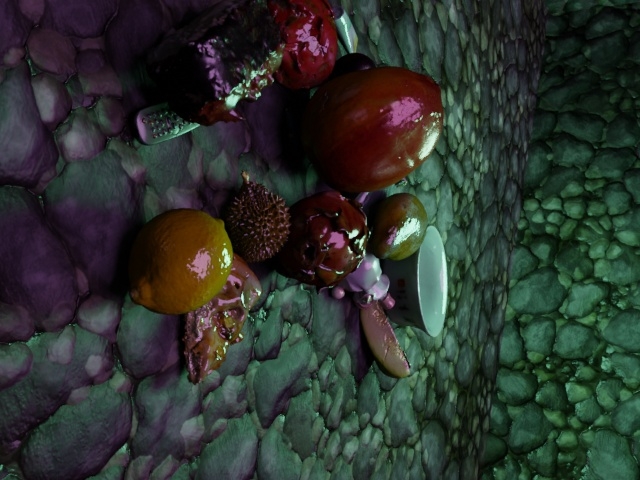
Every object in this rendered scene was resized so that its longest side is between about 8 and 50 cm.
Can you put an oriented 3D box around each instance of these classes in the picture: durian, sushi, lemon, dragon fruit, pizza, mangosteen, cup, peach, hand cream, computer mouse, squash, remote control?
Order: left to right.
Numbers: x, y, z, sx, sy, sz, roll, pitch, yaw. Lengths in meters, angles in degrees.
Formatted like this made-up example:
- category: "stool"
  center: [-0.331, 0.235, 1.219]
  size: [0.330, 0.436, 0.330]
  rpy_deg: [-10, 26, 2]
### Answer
- category: "remote control"
  center: [-0.285, -0.244, 1.370]
  size: [0.222, 0.042, 0.072]
  rpy_deg: [-37, 121, -51]
- category: "lemon"
  center: [-0.260, 0.039, 1.290]
  size: [0.244, 0.186, 0.187]
  rpy_deg: [-53, 134, -38]
- category: "pizza"
  center: [-0.216, 0.163, 1.481]
  size: [0.297, 0.071, 0.189]
  rpy_deg: [-60, 140, -37]
- category: "sushi"
  center: [-0.197, -0.358, 1.364]
  size: [0.343, 0.196, 0.182]
  rpy_deg: [-58, 138, -48]
- category: "durian"
  center: [-0.137, -0.055, 1.530]
  size: [0.102, 0.146, 0.208]
  rpy_deg: [-154, -129, -79]
- category: "dragon fruit"
  center: [-0.057, -0.474, 1.649]
  size: [0.211, 0.134, 0.262]
  rpy_deg: [-30, 117, -51]
- category: "dragon fruit"
  center: [-0.001, 0.001, 1.683]
  size: [0.315, 0.250, 0.250]
  rpy_deg: [-54, 135, -53]
- category: "hand cream"
  center: [0.073, -0.584, 1.949]
  size: [0.174, 0.047, 0.076]
  rpy_deg: [46, 52, -61]
- category: "mangosteen"
  center: [0.087, -0.436, 1.900]
  size: [0.152, 0.152, 0.153]
  rpy_deg: [-5, 96, -59]
- category: "computer mouse"
  center: [0.150, -0.131, 2.043]
  size: [0.379, 0.090, 0.167]
  rpy_deg: [-33, 139, -54]
- category: "peach"
  center: [0.132, -0.283, 1.741]
  size: [0.372, 0.290, 0.373]
  rpy_deg: [-17, 132, -20]
- category: "squash"
  center: [0.181, 0.284, 2.107]
  size: [0.169, 0.093, 0.252]
  rpy_deg: [-123, -170, -56]
- category: "cup"
  center: [0.281, 0.128, 2.194]
  size: [0.347, 0.163, 0.348]
  rpy_deg: [-2, 90, -65]

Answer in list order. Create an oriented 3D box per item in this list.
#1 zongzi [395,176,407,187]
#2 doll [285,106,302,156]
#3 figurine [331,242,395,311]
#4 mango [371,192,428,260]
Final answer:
- category: "zongzi"
  center: [0.228, -0.253, 2.234]
  size: [0.154, 0.062, 0.130]
  rpy_deg: [59, 19, -19]
- category: "doll"
  center: [-0.069, -0.271, 1.745]
  size: [0.037, 0.027, 0.125]
  rpy_deg: [-36, 119, -53]
- category: "figurine"
  center: [0.119, 0.103, 1.971]
  size: [0.200, 0.133, 0.276]
  rpy_deg: [-51, 134, -22]
- category: "mango"
  center: [0.211, -0.034, 1.955]
  size: [0.316, 0.146, 0.193]
  rpy_deg: [-30, 128, -61]
